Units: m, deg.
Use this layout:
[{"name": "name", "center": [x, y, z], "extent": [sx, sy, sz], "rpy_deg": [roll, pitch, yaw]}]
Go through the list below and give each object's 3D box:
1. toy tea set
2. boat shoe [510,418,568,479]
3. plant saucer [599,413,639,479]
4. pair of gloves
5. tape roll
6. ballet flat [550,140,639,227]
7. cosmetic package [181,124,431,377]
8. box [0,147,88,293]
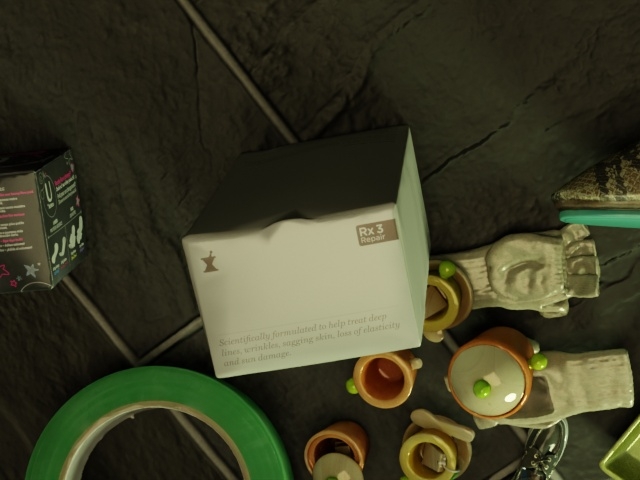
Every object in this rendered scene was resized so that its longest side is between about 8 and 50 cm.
[{"name": "toy tea set", "center": [0.109, 0.195, 1.859], "extent": [0.200, 0.124, 0.336], "rpy_deg": [34, 114, 7]}, {"name": "boat shoe", "center": [0.262, 0.272, 1.935], "extent": [0.049, 0.040, 0.142], "rpy_deg": [20, 108, 0]}, {"name": "plant saucer", "center": [0.459, 0.243, 1.901], "extent": [0.188, 0.045, 0.188], "rpy_deg": [35, 108, -4]}, {"name": "pair of gloves", "center": [0.248, 0.106, 1.885], "extent": [0.204, 0.042, 0.240], "rpy_deg": [-15, 99, 16]}, {"name": "tape roll", "center": [-0.192, 0.312, 1.920], "extent": [0.321, 0.077, 0.321], "rpy_deg": [-1, 84, 7]}, {"name": "ballet flat", "center": [0.499, -0.063, 1.764], "extent": [0.483, 0.164, 0.182], "rpy_deg": [12, 86, -3]}, {"name": "cosmetic package", "center": [0.000, 0.000, 1.701], "extent": [0.217, 0.385, 0.156], "rpy_deg": [-9, 106, 10]}, {"name": "box", "center": [-0.415, -0.021, 1.859], "extent": [0.247, 0.163, 0.142], "rpy_deg": [-4, 103, 8]}]
